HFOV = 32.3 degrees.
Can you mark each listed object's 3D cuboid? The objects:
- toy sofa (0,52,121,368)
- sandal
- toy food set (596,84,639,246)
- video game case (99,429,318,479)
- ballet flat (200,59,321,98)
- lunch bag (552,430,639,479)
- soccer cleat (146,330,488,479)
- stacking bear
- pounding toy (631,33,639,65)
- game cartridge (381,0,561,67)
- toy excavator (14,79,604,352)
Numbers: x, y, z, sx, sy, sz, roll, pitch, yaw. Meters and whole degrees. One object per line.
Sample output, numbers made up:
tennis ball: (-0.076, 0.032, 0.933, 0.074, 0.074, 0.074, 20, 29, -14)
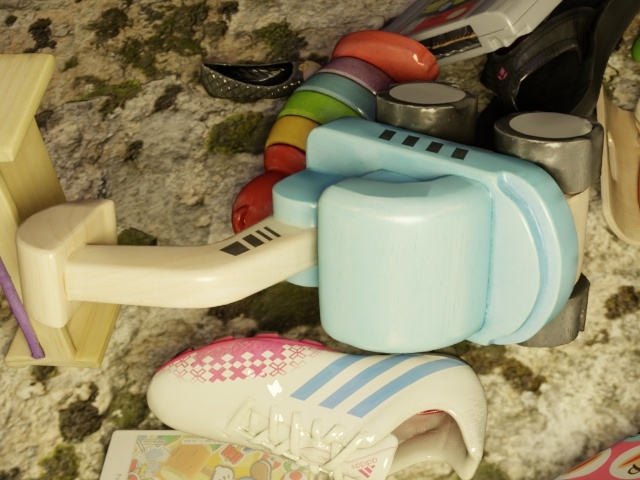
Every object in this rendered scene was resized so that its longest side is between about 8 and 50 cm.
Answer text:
toy sofa: (-0.340, -0.022, 1.188, 0.177, 0.362, 0.150, 2, 49, 9)
sandal: (0.274, -0.236, 1.358, 0.167, 0.107, 0.446, -17, 30, 46)
toy food set: (0.466, -0.107, 1.230, 0.306, 0.092, 0.220, -3, 47, 13)
video game case: (-0.120, 0.276, 1.079, 0.227, 0.026, 0.206, -2, 47, 13)
ballet flat: (-0.083, -0.226, 1.523, 0.173, 0.049, 0.057, -4, 48, 12)
lunch bag: (0.319, 0.209, 0.909, 0.293, 0.120, 0.258, -24, 6, -8)
soccer cleat: (-0.001, 0.168, 1.050, 0.331, 0.116, 0.143, -1, 43, -3)
stacking bear: (0.006, -0.094, 1.310, 0.164, 0.175, 0.289, 24, 65, 30)
pounding toy: (0.481, -0.263, 1.303, 0.183, 0.110, 0.237, -16, 24, -27)
game cartridge: (0.186, -0.288, 1.406, 0.196, 0.060, 0.294, -41, 20, -32)
toy excavator: (0.000, 0.000, 1.059, 0.433, 0.222, 0.445, 19, 30, 34)
